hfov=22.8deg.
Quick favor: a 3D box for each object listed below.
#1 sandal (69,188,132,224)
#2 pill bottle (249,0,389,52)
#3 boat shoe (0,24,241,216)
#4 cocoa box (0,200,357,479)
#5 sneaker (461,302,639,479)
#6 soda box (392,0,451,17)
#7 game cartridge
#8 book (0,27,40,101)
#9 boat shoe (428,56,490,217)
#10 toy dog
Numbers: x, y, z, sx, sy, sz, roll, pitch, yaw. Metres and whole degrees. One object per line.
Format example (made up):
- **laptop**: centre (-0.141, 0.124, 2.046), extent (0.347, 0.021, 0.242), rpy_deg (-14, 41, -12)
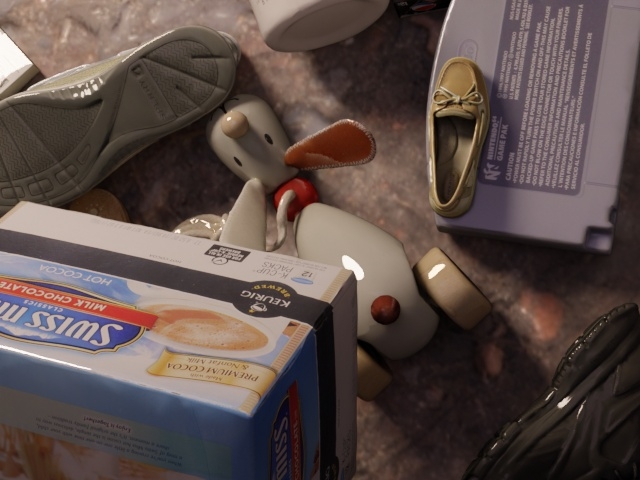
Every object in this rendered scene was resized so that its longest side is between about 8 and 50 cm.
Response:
- **sandal**: centre (-0.195, 0.057, 1.542), extent (0.088, 0.079, 0.240), rpy_deg (-24, 78, 5)
- **pill bottle**: centre (-0.028, -0.312, 1.546), extent (0.131, 0.131, 0.229), rpy_deg (-20, 79, 6)
- **boat shoe**: centre (-0.225, -0.120, 1.576), extent (0.320, 0.103, 0.118), rpy_deg (-28, 97, 10)
- **cocoa box**: centre (-0.166, 0.141, 1.386), extent (0.347, 0.228, 0.231), rpy_deg (12, 122, 19)
- **sneaker**: centre (0.227, 0.194, 1.443), extent (0.130, 0.109, 0.286), rpy_deg (42, 92, 7)
- **soda box**: centre (0.089, -0.310, 1.566), extent (0.060, 0.053, 0.169), rpy_deg (-9, 79, 9)
- **game cartridge**: centre (0.203, -0.142, 1.523), extent (0.196, 0.060, 0.294), rpy_deg (9, 83, 7)
- **book**: centre (-0.373, -0.160, 1.631), extent (0.144, 0.035, 0.096), rpy_deg (-43, 74, 0)
- **boat shoe**: centre (0.125, -0.099, 1.478), extent (0.056, 0.048, 0.153), rpy_deg (8, 83, 11)
- **toy dog**: centre (0.000, 0.000, 1.477), extent (0.333, 0.161, 0.220), rpy_deg (29, 87, 12)
